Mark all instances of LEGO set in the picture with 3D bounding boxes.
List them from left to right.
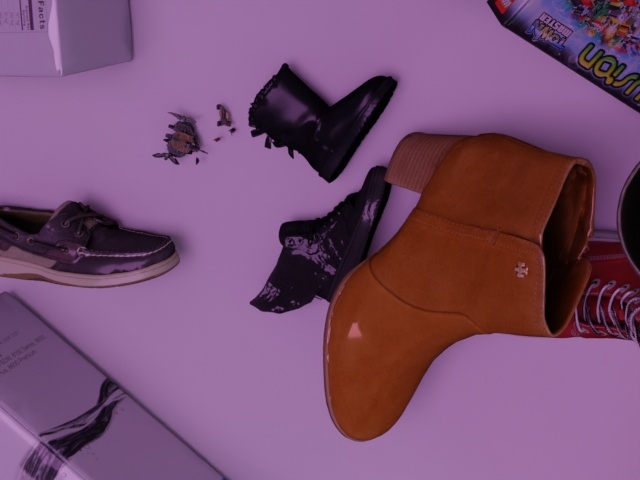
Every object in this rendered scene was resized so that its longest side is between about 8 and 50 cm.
[{"bbox_3d":[-0.119,-0.098,1.236,0.083,0.023,0.054,-8,104,9],"label":"LEGO set"}]

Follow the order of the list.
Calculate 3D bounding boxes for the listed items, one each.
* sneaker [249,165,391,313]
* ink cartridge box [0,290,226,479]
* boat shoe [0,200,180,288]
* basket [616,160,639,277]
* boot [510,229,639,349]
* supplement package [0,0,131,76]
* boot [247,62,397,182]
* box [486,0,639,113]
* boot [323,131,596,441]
[{"bbox_3d":[0.001,-0.001,1.200,0.089,0.051,0.170,21,114,9],"label":"sneaker"},{"bbox_3d":[-0.278,0.290,1.320,0.395,0.166,0.285,40,114,5],"label":"ink cartridge box"},{"bbox_3d":[-0.243,-0.001,1.274,0.224,0.080,0.073,2,111,24],"label":"boat shoe"},{"bbox_3d":[0.335,-0.038,0.970,0.204,0.227,0.154,4,106,18],"label":"basket"},{"bbox_3d":[0.229,0.053,1.063,0.244,0.176,0.088,-9,104,24],"label":"boot"},{"bbox_3d":[-0.314,-0.222,1.205,0.244,0.139,0.133,3,104,20],"label":"supplement package"},{"bbox_3d":[-0.001,-0.121,1.173,0.099,0.045,0.121,39,115,9],"label":"boot"},{"bbox_3d":[0.238,-0.170,1.003,0.207,0.036,0.114,23,121,-35],"label":"box"},{"bbox_3d":[0.113,0.056,1.085,0.211,0.104,0.295,22,101,52],"label":"boot"}]
